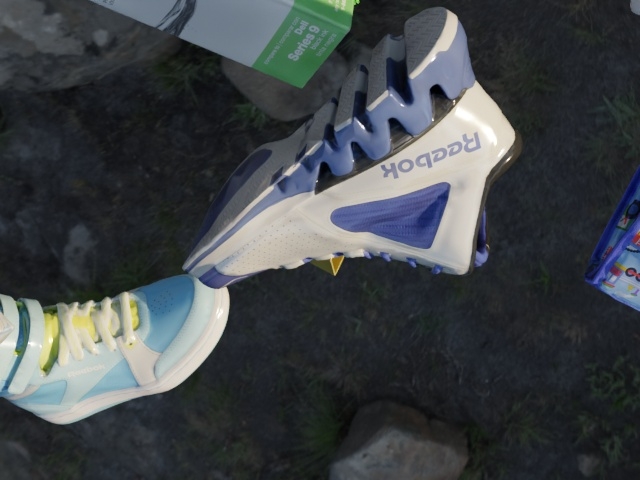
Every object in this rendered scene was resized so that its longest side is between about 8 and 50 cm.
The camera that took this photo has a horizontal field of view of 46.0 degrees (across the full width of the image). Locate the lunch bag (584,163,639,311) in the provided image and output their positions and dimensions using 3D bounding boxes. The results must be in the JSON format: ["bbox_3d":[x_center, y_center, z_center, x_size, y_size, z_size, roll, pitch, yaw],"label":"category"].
[{"bbox_3d":[0.479,-0.008,0.914,0.221,0.138,0.293,24,111,-1],"label":"lunch bag"}]

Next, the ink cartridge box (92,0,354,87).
[{"bbox_3d":[-0.110,-0.325,0.812,0.289,0.211,0.121,18,152,-22],"label":"ink cartridge box"}]

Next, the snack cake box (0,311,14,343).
[{"bbox_3d":[-0.279,0.038,0.377,0.089,0.264,0.152,-45,93,-1],"label":"snack cake box"}]

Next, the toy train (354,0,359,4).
[{"bbox_3d":[0.038,-0.392,1.237,0.017,0.083,0.023,-14,106,37],"label":"toy train"}]

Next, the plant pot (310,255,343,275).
[{"bbox_3d":[0.000,0.000,1.310,0.083,0.081,0.081,19,71,14],"label":"plant pot"}]

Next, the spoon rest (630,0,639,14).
[{"bbox_3d":[0.568,-0.444,1.240,0.137,0.276,0.084,-23,125,28],"label":"spoon rest"}]

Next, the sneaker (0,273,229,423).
[{"bbox_3d":[-0.275,0.107,0.854,0.319,0.127,0.208,-30,143,19],"label":"sneaker"}]

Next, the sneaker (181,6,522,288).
[{"bbox_3d":[0.039,-0.023,0.629,0.182,0.127,0.315,41,125,-20],"label":"sneaker"}]
